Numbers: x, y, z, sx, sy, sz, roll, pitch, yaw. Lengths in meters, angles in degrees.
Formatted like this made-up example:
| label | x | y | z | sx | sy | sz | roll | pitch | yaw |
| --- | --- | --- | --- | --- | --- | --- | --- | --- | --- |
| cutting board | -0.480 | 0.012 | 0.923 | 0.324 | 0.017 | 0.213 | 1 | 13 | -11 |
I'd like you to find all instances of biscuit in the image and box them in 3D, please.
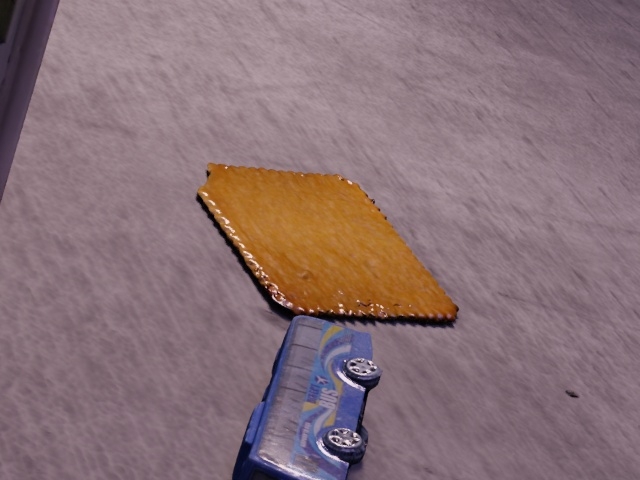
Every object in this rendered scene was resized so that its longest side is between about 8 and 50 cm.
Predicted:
| label | x | y | z | sx | sy | sz | roll | pitch | yaw |
| --- | --- | --- | --- | --- | --- | --- | --- | --- | --- |
| biscuit | 0.000 | 0.000 | 1.603 | 0.232 | 0.013 | 0.237 | 4 | 36 | -39 |

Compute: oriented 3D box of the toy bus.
| label | x | y | z | sx | sy | sz | roll | pitch | yaw |
| --- | --- | --- | --- | --- | --- | --- | --- | --- | --- |
| toy bus | -0.009 | 0.149 | 1.280 | 0.094 | 0.079 | 0.236 | 12 | 27 | 3 |

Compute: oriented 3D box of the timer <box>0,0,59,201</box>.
| label | x | y | z | sx | sy | sz | roll | pitch | yaw |
| --- | --- | --- | --- | --- | --- | --- | --- | --- | --- |
| timer | -0.325 | -0.110 | 1.231 | 0.250 | 0.257 | 0.161 | -6 | 36 | -45 |
